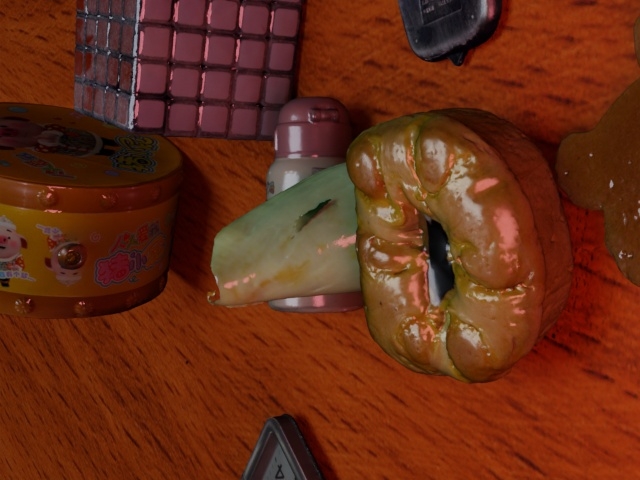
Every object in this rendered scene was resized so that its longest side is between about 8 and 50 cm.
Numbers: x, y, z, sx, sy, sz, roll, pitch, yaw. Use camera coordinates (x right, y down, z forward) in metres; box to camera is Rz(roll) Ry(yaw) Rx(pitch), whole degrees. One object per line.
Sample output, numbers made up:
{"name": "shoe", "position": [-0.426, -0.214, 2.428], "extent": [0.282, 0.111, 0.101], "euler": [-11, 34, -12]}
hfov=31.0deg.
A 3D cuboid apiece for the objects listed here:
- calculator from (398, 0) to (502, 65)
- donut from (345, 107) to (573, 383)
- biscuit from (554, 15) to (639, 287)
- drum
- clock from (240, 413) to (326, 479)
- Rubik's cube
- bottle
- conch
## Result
{"name": "calculator", "position": [0.128, -0.314, 1.200], "extent": [0.177, 0.040, 0.268], "euler": [-13, 85, 61]}
{"name": "donut", "position": [0.133, 0.005, 1.078], "extent": [0.208, 0.128, 0.261], "euler": [10, 113, 44]}
{"name": "biscuit", "position": [0.300, -0.103, 0.905], "extent": [0.197, 0.049, 0.301], "euler": [64, 143, 36]}
{"name": "drum", "position": [-0.425, -0.056, 1.789], "extent": [0.431, 0.431, 0.214], "euler": [38, 123, 52]}
{"name": "clock", "position": [-0.036, 0.407, 1.514], "extent": [0.273, 0.049, 0.279], "euler": [59, 139, 40]}
{"name": "Rubik's cube", "position": [-0.180, -0.266, 1.531], "extent": [0.237, 0.237, 0.238], "euler": [27, 114, 55]}
{"name": "bottle", "position": [-0.006, -0.043, 1.366], "extent": [0.120, 0.120, 0.253], "euler": [1, 91, 60]}
{"name": "conch", "position": [0.003, -0.011, 1.241], "extent": [0.137, 0.251, 0.143], "euler": [40, -138, -81]}
